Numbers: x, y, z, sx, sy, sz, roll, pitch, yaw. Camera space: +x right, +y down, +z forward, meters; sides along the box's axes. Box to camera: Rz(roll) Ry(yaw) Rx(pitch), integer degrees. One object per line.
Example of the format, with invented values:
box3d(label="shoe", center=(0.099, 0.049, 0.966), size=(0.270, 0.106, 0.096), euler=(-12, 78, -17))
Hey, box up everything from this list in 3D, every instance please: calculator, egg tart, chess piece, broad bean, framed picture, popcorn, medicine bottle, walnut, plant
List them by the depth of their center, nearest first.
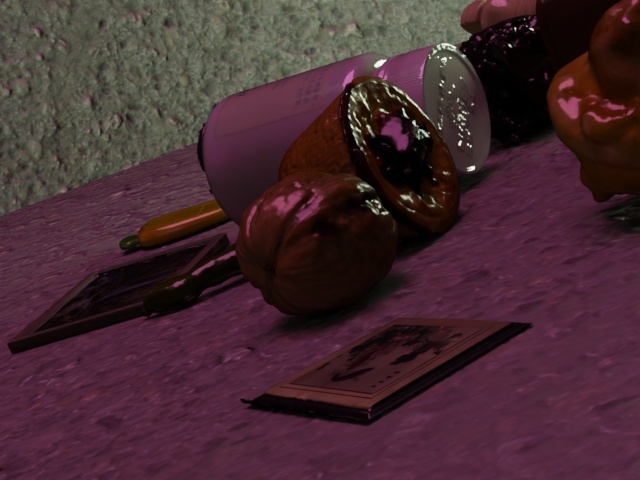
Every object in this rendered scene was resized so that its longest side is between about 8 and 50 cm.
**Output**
box3d(label="framed picture", center=(0.056, 0.107, 1.228), size=(0.195, 0.010, 0.199), euler=(-27, 13, -31))
box3d(label="popcorn", center=(0.375, -0.162, 1.406), size=(0.297, 0.281, 0.315), euler=(-32, -25, -27))
box3d(label="walnut", center=(0.000, 0.000, 1.500), size=(0.155, 0.155, 0.184), euler=(-8, 17, 47))
box3d(label="egg tart", center=(0.060, -0.079, 1.692), size=(0.171, 0.215, 0.215), euler=(-31, 2, 36))
box3d(label="broad bean", center=(-0.116, 0.034, 1.802), size=(0.256, 0.052, 0.052), euler=(-26, -29, -17))
box3d(label="medicine bottle", center=(0.031, -0.144, 1.969), size=(0.379, 0.213, 0.213), euler=(-12, 13, 35))
box3d(label="framed picture", center=(-0.278, 0.070, 1.982), size=(0.241, 0.020, 0.324), euler=(-16, 12, 17))
box3d(label="plant", center=(0.301, -0.243, 2.075), size=(0.204, 0.178, 0.234), euler=(-18, 14, -11))
box3d(label="chess piece", center=(0.360, -0.353, 2.203), size=(0.117, 0.117, 0.397), euler=(-26, 17, -29))
box3d(label="calculator", center=(-0.231, -0.031, 2.352), size=(0.235, 0.032, 0.146), euler=(-18, 11, 3))

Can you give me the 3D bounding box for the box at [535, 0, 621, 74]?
box3d(label="box", center=(0.463, -0.284, 1.836), size=(0.229, 0.239, 0.339), euler=(-16, 12, 35))
